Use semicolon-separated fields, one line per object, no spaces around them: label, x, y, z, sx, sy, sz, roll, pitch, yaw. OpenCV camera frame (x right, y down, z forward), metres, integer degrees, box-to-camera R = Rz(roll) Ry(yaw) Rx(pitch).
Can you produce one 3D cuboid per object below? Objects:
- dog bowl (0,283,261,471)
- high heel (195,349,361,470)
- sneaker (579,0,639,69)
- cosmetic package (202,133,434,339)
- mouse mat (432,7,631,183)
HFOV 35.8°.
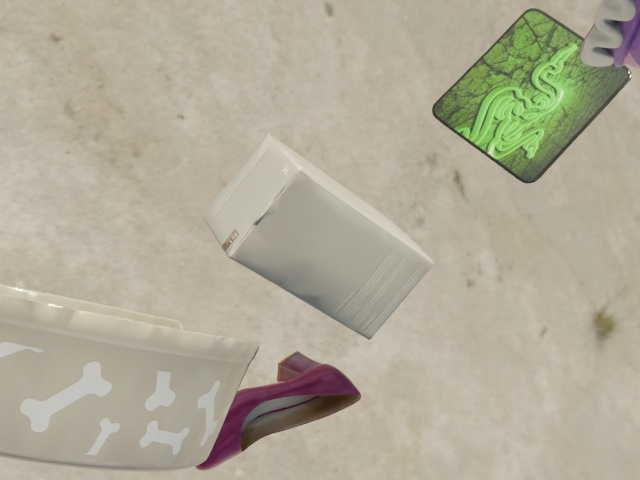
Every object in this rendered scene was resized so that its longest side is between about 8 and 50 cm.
dog bowl;-0.224;0.088;0.746;0.349;0.349;0.102;19;82;-47
high heel;-0.056;0.244;1.324;0.244;0.117;0.082;-34;141;-43
sneaker;0.282;-0.210;0.730;0.095;0.105;0.236;-51;163;-36
cosmetic package;0.000;0.000;1.112;0.238;0.107;0.127;36;99;-35
mouse mat;0.241;-0.170;1.134;0.189;0.153;0.007;-47;159;-10
